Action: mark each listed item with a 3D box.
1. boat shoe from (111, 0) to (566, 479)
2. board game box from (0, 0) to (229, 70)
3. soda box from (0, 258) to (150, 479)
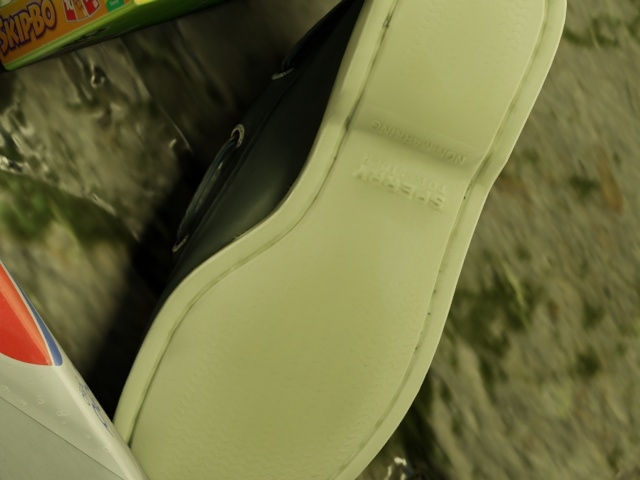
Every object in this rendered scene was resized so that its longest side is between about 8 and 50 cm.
[{"bbox_3d":[-0.003,-0.002,0.874,0.127,0.113,0.340,23,94,-14],"label":"boat shoe"},{"bbox_3d":[-0.020,-0.141,0.868,0.259,0.124,0.039,-20,94,-37],"label":"board game box"},{"bbox_3d":[-0.171,0.034,0.740,0.098,0.091,0.286,-32,108,-5],"label":"soda box"}]
